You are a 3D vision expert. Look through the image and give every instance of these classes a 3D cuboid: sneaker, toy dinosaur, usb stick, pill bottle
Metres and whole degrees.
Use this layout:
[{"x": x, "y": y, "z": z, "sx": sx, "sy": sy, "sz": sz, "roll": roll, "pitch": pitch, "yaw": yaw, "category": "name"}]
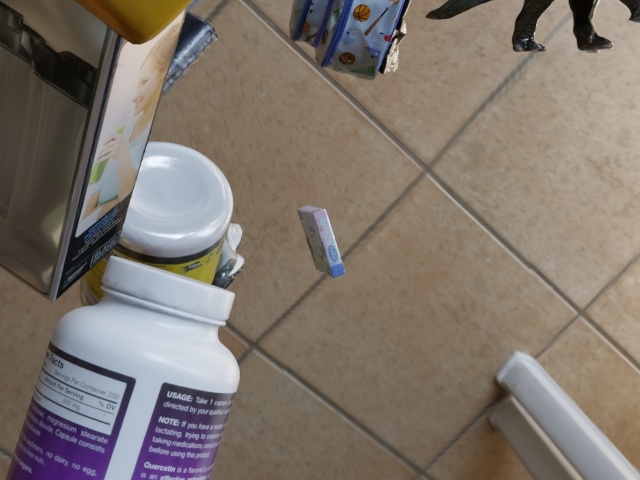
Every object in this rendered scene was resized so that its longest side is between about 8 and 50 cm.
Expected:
[{"x": -0.222, "y": 0.026, "z": 1.858, "sx": 0.108, "sy": 0.271, "sz": 0.100, "roll": 36, "pitch": 106, "yaw": -22, "category": "sneaker"}, {"x": 0.242, "y": -0.255, "z": 0.810, "sx": 0.121, "sy": 0.314, "sz": 0.160, "roll": 2, "pitch": 84, "yaw": -44, "category": "toy dinosaur"}, {"x": -0.235, "y": -0.184, "z": 1.144, "sx": 0.278, "sy": 0.077, "sz": 0.045, "roll": -53, "pitch": 153, "yaw": -20, "category": "usb stick"}, {"x": -0.244, "y": 0.034, "z": 1.301, "sx": 0.188, "sy": 0.187, "sz": 0.334, "roll": 9, "pitch": 140, "yaw": -13, "category": "pill bottle"}, {"x": -0.187, "y": 0.186, "z": 0.856, "sx": 0.182, "sy": 0.181, "sz": 0.322, "roll": 18, "pitch": 86, "yaw": -15, "category": "pill bottle"}]

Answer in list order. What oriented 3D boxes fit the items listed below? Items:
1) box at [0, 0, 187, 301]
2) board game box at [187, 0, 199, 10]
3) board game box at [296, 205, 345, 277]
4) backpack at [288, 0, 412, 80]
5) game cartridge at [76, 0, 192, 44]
[{"x": -0.206, "y": -0.111, "z": 0.638, "sx": 0.169, "sy": 0.087, "sz": 0.290, "roll": 34, "pitch": 133, "yaw": 5, "category": "box"}, {"x": -0.293, "y": -0.602, "z": 1.695, "sx": 0.302, "sy": 0.086, "sz": 0.308, "roll": -44, "pitch": 87, "yaw": -6, "category": "board game box"}, {"x": 0.000, "y": 0.000, "z": 1.212, "sx": 0.020, "sy": 0.090, "sz": 0.090, "roll": -21, "pitch": 101, "yaw": -13, "category": "board game box"}, {"x": 0.060, "y": -0.412, "z": 1.576, "sx": 0.213, "sy": 0.263, "sz": 0.276, "roll": 5, "pitch": 121, "yaw": -14, "category": "backpack"}, {"x": -0.170, "y": -0.244, "z": 0.297, "sx": 0.053, "sy": 0.285, "sz": 0.324, "roll": -37, "pitch": 130, "yaw": 24, "category": "game cartridge"}]
